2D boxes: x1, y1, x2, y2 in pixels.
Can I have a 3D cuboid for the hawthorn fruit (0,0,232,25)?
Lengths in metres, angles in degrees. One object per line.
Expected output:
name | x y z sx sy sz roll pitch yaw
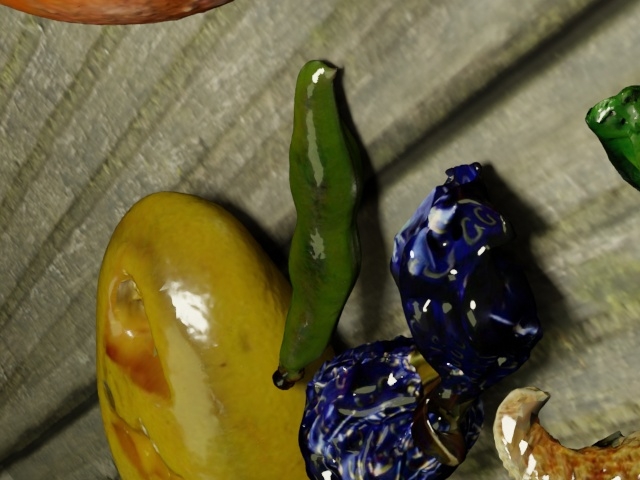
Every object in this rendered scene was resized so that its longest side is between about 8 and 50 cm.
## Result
hawthorn fruit | -0.100 -0.215 0.899 0.231 0.235 0.263 32 -174 -33

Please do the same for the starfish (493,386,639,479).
starfish | 0.229 0.118 0.798 0.312 0.303 0.113 27 109 19

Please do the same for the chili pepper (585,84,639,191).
chili pepper | 0.245 0.019 0.817 0.279 0.122 0.065 37 112 19

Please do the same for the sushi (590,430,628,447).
sushi | 0.193 0.254 1.131 0.200 0.204 0.213 51 163 -14

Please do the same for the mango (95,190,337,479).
mango | -0.076 0.119 1.486 0.253 0.182 0.365 27 138 48

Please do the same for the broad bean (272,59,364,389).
broad bean | 0.001 0.000 1.256 0.060 0.043 0.297 26 133 25

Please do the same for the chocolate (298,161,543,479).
chocolate | 0.081 0.072 1.199 0.343 0.126 0.148 115 151 -58
